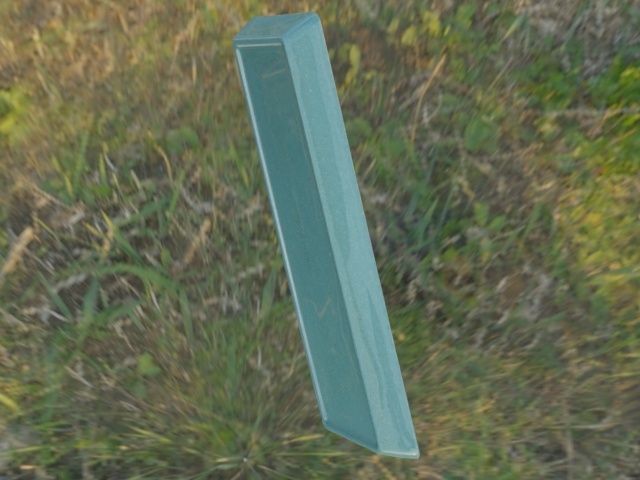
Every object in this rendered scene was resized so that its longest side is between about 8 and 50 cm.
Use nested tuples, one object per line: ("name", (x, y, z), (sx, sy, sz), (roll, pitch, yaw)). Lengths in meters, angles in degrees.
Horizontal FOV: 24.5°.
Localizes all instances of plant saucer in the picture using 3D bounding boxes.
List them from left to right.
("plant saucer", (0.000, 0.000, 0.623), (0.018, 0.067, 0.192), (-18, 104, -24))
